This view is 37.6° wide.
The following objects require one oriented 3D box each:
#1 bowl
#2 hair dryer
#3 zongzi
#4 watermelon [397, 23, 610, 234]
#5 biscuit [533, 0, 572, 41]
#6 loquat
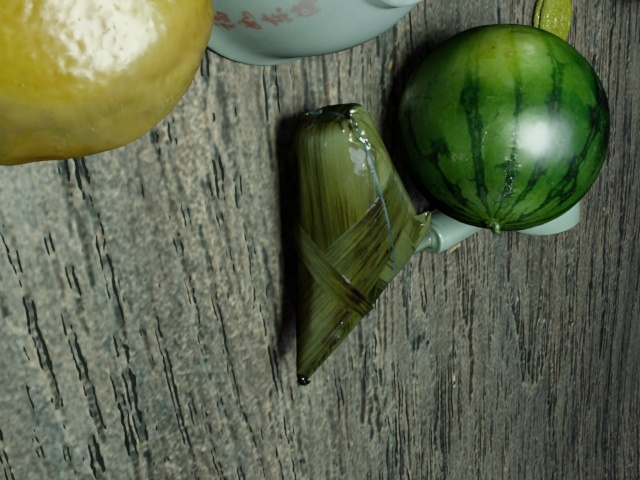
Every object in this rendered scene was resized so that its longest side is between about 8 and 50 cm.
[{"bbox_3d":[0.031,-0.296,0.831,0.345,0.157,0.345,-30,136,-34],"label":"bowl"},{"bbox_3d":[0.210,-0.054,1.229,0.357,0.107,0.173,-29,120,-34],"label":"hair dryer"},{"bbox_3d":[0.000,0.000,0.977,0.242,0.112,0.221,-53,137,-23],"label":"zongzi"},{"bbox_3d":[0.208,-0.127,1.079,0.242,0.242,0.242,-18,115,-45],"label":"watermelon"},{"bbox_3d":[0.328,-0.313,1.330,0.084,0.023,0.084,-18,115,-46],"label":"biscuit"},{"bbox_3d":[-0.189,-0.165,0.647,0.238,0.193,0.238,-5,102,-25],"label":"loquat"}]
